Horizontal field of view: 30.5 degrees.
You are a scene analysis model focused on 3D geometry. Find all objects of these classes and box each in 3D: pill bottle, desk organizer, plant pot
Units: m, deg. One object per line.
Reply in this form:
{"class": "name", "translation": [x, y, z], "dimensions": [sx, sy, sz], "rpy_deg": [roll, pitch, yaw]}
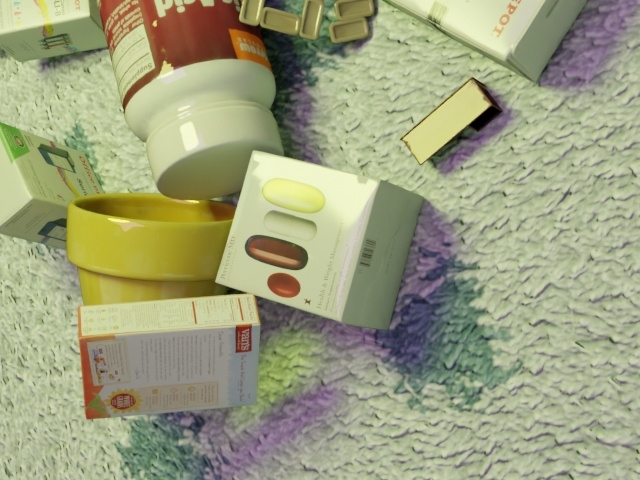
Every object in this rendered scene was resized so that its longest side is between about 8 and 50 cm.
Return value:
{"class": "pill bottle", "translation": [-0.193, -0.272, 1.708], "dimensions": [0.224, 0.224, 0.392], "rpy_deg": [-25, 70, 24]}
{"class": "desk organizer", "translation": [0.177, -0.156, 1.583], "dimensions": [0.130, 0.047, 0.050], "rpy_deg": [-40, 67, 18]}
{"class": "plant pot", "translation": [-0.236, 0.067, 1.679], "dimensions": [0.254, 0.254, 0.239], "rpy_deg": [11, 103, 30]}

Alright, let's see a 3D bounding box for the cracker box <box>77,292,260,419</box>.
{"class": "cracker box", "translation": [-0.199, 0.153, 1.552], "dimensions": [0.067, 0.232, 0.155], "rpy_deg": [-105, 16, -49]}

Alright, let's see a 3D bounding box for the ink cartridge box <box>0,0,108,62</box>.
{"class": "ink cartridge box", "translation": [-0.433, -0.379, 1.892], "dimensions": [0.176, 0.127, 0.128], "rpy_deg": [-9, 77, 7]}

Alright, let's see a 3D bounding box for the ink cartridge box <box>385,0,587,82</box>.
{"class": "ink cartridge box", "translation": [0.209, -0.369, 1.557], "dimensions": [0.289, 0.121, 0.211], "rpy_deg": [36, 99, 29]}

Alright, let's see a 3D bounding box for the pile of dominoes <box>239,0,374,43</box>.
{"class": "pile of dominoes", "translation": [-0.003, -0.406, 1.680], "dimensions": [0.040, 0.196, 0.251], "rpy_deg": [-175, 97, -72]}

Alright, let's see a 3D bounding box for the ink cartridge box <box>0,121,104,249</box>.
{"class": "ink cartridge box", "translation": [-0.432, -0.078, 1.817], "dimensions": [0.093, 0.212, 0.154], "rpy_deg": [-36, 65, 16]}

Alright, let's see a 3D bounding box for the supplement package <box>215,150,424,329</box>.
{"class": "supplement package", "translation": [0.000, 0.000, 1.596], "dimensions": [0.203, 0.149, 0.194], "rpy_deg": [15, 89, 30]}
